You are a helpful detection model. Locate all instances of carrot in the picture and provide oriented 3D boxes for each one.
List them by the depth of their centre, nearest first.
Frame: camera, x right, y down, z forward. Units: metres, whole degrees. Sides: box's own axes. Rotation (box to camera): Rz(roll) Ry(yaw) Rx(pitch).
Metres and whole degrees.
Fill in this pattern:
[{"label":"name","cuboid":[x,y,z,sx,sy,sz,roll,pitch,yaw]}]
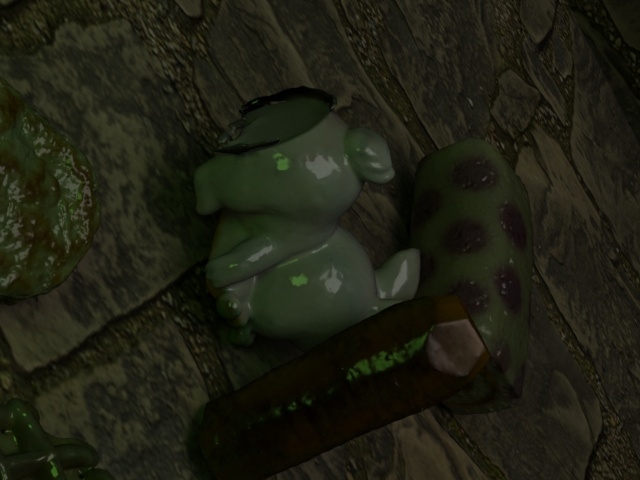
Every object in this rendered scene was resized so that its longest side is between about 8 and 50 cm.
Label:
[{"label":"carrot","cuboid":[0.024,0.153,1.209,0.114,0.302,0.114,64,3,-6]}]

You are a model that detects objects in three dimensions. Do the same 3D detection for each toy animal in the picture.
[{"label":"toy animal","cuboid":[-0.006,0.001,1.283,0.183,0.247,0.310,-117,-173,-68]}]

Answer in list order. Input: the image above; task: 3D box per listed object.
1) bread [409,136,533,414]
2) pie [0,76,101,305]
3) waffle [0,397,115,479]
[{"label":"bread","cuboid":[0.206,0.044,1.603,0.187,0.155,0.338,44,42,-40]},{"label":"pie","cuboid":[-0.306,-0.042,0.993,0.248,0.090,0.201,45,52,-32]},{"label":"waffle","cuboid":[-0.265,0.244,0.890,0.309,0.056,0.292,37,44,-17]}]
